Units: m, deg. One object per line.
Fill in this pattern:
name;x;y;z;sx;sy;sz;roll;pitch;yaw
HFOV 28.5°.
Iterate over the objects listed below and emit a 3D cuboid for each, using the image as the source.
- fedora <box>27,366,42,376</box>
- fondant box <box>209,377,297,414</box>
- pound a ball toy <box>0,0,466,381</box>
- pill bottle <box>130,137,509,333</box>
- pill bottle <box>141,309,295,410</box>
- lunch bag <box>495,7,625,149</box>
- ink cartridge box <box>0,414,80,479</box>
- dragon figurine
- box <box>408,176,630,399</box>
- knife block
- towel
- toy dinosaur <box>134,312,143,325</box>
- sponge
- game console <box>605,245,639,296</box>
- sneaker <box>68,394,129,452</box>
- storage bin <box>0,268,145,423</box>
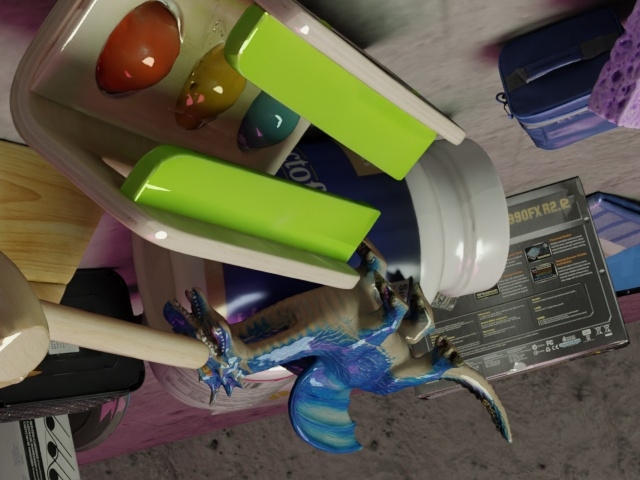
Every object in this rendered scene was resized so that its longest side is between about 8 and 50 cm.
fedora;-0.279;0.040;0.917;0.194;0.079;0.194;20;173;2
fondant box;0.017;0.159;1.822;0.238;0.096;0.330;-2;161;-44
pound a ball toy;-0.070;-0.040;0.666;0.208;0.136;0.319;-54;158;8
pill bottle;0.000;0.000;0.960;0.264;0.153;0.153;-10;167;-20
pill bottle;-0.079;0.069;1.155;0.160;0.160;0.283;-10;168;-17
lunch bag;0.166;-0.110;0.853;0.098;0.067;0.065;-21;150;18
ink cartridge box;-0.307;0.189;1.320;0.046;0.207;0.097;-18;167;17
dragon figurine;0.015;0.088;0.875;0.144;0.085;0.289;-38;138;11
box;0.191;0.054;1.344;0.231;0.183;0.056;-17;166;10
knife block;-0.258;-0.029;0.756;0.088;0.242;0.276;-19;-148;24
towel;0.269;0.011;1.570;0.285;0.034;0.209;-25;157;34
toy dinosaur;-0.181;0.092;1.331;0.268;0.064;0.118;7;-170;-13
sponge;0.261;-0.124;0.834;0.210;0.031;0.117;1;120;-50
game console;0.427;0.019;1.679;0.144;0.085;0.124;-10;167;-22
sneaker;-0.374;0.211;1.546;0.341;0.125;0.139;-25;159;32
storage bin;-0.264;0.098;1.165;0.180;0.122;0.084;-2;163;-44
